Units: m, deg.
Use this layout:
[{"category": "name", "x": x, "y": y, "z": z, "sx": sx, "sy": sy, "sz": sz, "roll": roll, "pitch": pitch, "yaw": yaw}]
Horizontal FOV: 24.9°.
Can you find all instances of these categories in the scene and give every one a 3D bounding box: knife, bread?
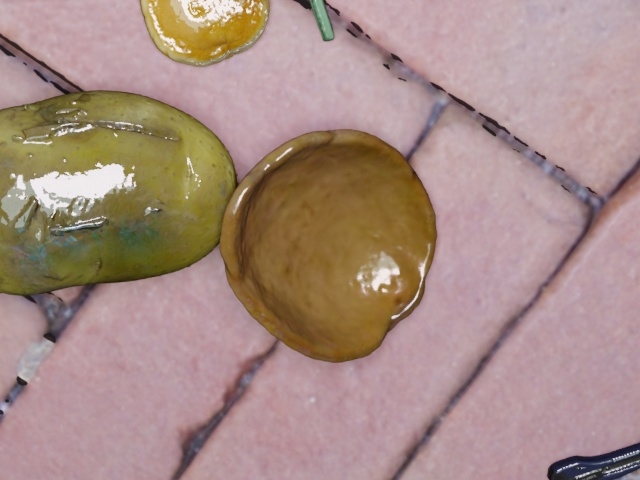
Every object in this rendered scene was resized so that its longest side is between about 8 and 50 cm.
[{"category": "knife", "x": 0.263, "y": 0.198, "z": 1.300, "sx": 0.121, "sy": 0.018, "sz": 0.031, "roll": -19, "pitch": 105, "yaw": 2}, {"category": "bread", "x": -0.096, "y": -0.197, "z": 1.199, "sx": 0.110, "sy": 0.024, "sz": 0.110, "roll": 0, "pitch": 103, "yaw": -1}]

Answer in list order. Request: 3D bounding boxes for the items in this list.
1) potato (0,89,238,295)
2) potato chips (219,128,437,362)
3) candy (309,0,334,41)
[{"category": "potato", "x": -0.190, "y": -0.038, "z": 1.174, "sx": 0.248, "sy": 0.143, "sz": 0.169, "roll": -3, "pitch": 130, "yaw": -6}, {"category": "potato chips", "x": 0.001, "y": 0.000, "z": 1.208, "sx": 0.208, "sy": 0.062, "sz": 0.195, "roll": 5, "pitch": 102, "yaw": -30}, {"category": "candy", "x": -0.034, "y": -0.303, "z": 1.157, "sx": 0.091, "sy": 0.083, "sz": 0.305, "roll": -8, "pitch": 113, "yaw": 32}]
